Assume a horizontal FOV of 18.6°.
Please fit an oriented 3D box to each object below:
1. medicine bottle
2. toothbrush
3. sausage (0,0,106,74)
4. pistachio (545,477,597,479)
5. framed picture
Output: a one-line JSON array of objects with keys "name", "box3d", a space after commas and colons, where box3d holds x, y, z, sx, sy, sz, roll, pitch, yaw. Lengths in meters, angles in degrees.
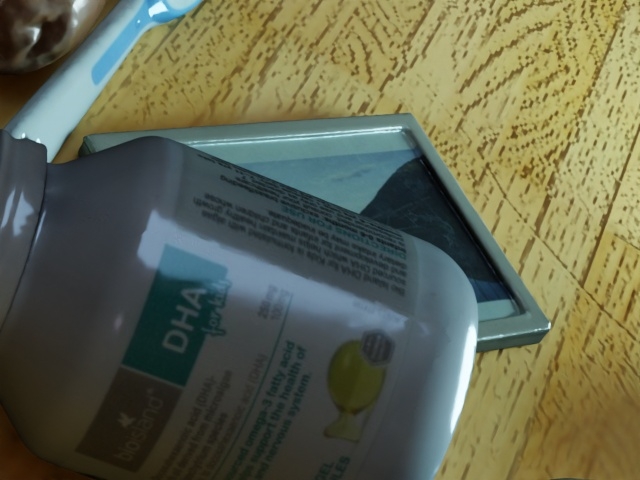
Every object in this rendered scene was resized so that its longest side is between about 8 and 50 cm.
[{"name": "medicine bottle", "box3d": [-0.060, 0.032, 0.764, 0.215, 0.135, 0.135, 21, 39, -14]}, {"name": "toothbrush", "box3d": [-0.076, -0.131, 1.010, 0.040, 0.040, 0.386, 31, 38, -2]}, {"name": "sausage", "box3d": [-0.109, -0.224, 1.043, 0.094, 0.094, 0.419, 20, 40, 1]}, {"name": "pistachio", "box3d": [0.120, 0.165, 0.746, 0.238, 0.138, 0.153, 18, 5, -18]}, {"name": "framed picture", "box3d": [0.000, 0.000, 0.938, 0.203, 0.015, 0.150, -5, 52, -38]}]
